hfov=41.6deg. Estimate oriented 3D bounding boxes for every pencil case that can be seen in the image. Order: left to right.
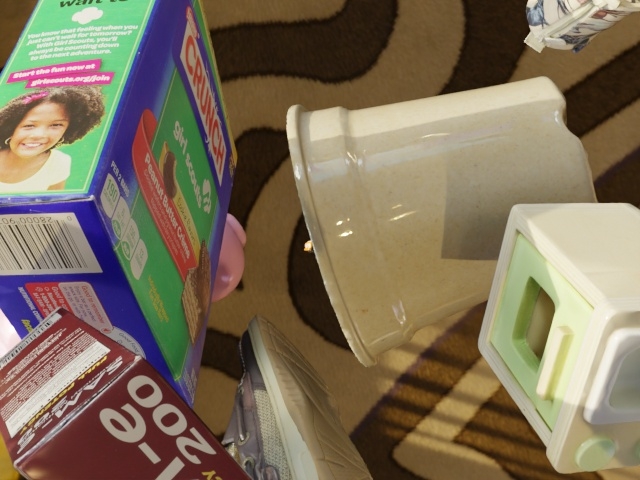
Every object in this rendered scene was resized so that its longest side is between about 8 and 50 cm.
[{"bbox_3d":[0.498,-0.451,1.525,0.159,0.410,0.184,28,92,-2],"label":"pencil case"}]

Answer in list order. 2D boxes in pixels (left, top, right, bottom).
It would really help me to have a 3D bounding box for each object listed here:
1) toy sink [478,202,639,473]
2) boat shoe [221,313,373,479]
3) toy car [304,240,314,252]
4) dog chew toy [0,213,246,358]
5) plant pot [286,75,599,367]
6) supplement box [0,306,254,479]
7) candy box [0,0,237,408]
[{"bbox_3d":[0.235,0.088,0.667,0.131,0.234,0.153,-1,120,-16],"label":"toy sink"},{"bbox_3d":[-0.033,0.156,0.668,0.092,0.285,0.103,-42,119,4],"label":"boat shoe"},{"bbox_3d":[0.000,0.000,1.607,0.060,0.122,0.041,-7,91,3],"label":"toy car"},{"bbox_3d":[-0.235,0.075,1.035,0.331,0.206,0.207,-35,112,-17],"label":"dog chew toy"},{"bbox_3d":[0.157,-0.048,1.016,0.305,0.334,0.334,-17,112,9],"label":"plant pot"},{"bbox_3d":[-0.114,0.115,0.474,0.073,0.239,0.130,-43,108,-18],"label":"supplement box"},{"bbox_3d":[-0.164,-0.056,0.715,0.122,0.317,0.268,-2,139,7],"label":"candy box"}]
